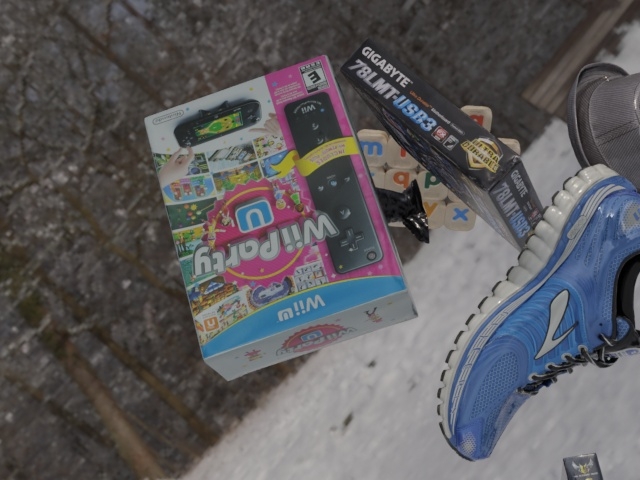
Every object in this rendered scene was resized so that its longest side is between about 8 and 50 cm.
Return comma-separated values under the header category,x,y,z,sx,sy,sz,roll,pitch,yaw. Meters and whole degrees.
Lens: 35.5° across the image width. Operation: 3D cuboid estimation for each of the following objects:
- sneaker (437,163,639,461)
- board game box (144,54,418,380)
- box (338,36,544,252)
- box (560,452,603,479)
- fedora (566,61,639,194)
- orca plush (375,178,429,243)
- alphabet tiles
category,x,y,z,sx,sy,sz,roll,pitch,yaw
sneaker,0.239,0.093,1.001,0.330,0.147,0.130,-59,-25,12
board game box,-0.046,-0.028,1.098,0.224,0.303,0.097,-19,-24,4
box,0.188,-0.128,1.438,0.073,0.293,0.295,-48,-28,2
box,0.437,0.468,1.623,0.059,0.183,0.232,-10,-30,5
fedora,0.486,-0.168,1.461,0.276,0.243,0.124,-6,-13,-40
orca plush,0.000,0.000,1.282,0.102,0.287,0.151,-104,16,-66
alphabet tiles,0.200,-0.127,1.755,0.021,0.284,0.278,-81,-7,-46
